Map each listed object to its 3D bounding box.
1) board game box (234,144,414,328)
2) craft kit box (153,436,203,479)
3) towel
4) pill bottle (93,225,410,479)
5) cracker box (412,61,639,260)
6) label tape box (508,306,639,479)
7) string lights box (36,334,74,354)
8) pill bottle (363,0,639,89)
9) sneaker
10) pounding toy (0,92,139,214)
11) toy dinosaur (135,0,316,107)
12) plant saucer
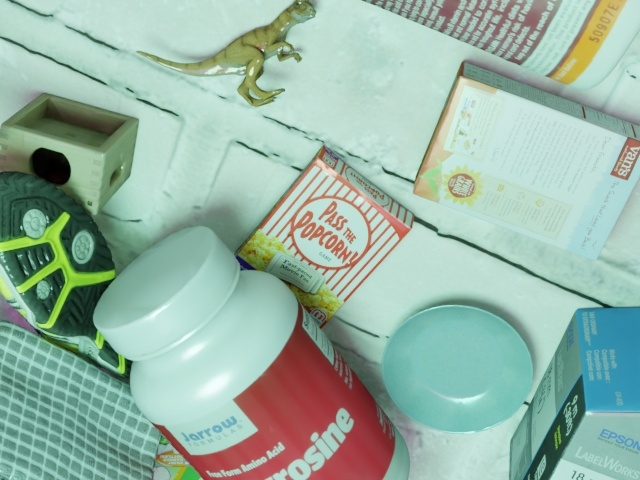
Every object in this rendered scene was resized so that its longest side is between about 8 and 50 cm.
[{"bbox_3d":[0.000,0.000,1.280,0.146,0.045,0.193,36,115,-8],"label":"board game box"},{"bbox_3d":[-0.244,0.335,1.432,0.249,0.061,0.247,8,121,-17],"label":"craft kit box"},{"bbox_3d":[-0.311,0.241,1.183,0.283,0.235,0.121,34,115,-27],"label":"towel"},{"bbox_3d":[-0.082,0.188,1.252,0.229,0.229,0.408,-27,117,20],"label":"pill bottle"},{"bbox_3d":[0.242,-0.091,1.184,0.232,0.067,0.156,21,117,1],"label":"cracker box"},{"bbox_3d":[0.331,0.196,1.209,0.106,0.240,0.334,21,116,2],"label":"label tape box"},{"bbox_3d":[-0.447,0.244,1.455,0.259,0.077,0.133,-30,110,21],"label":"string lights box"},{"bbox_3d":[0.133,-0.322,1.007,0.392,0.224,0.224,22,117,-2],"label":"pill bottle"},{"bbox_3d":[-0.327,0.056,1.238,0.147,0.145,0.385,10,149,24],"label":"sneaker"},{"bbox_3d":[-0.347,-0.102,1.216,0.206,0.181,0.094,16,117,2],"label":"pounding toy"},{"bbox_3d":[-0.093,-0.211,1.199,0.211,0.064,0.112,-23,91,9],"label":"toy dinosaur"},{"bbox_3d":[0.177,0.161,1.330,0.195,0.037,0.195,3,115,7],"label":"plant saucer"}]
